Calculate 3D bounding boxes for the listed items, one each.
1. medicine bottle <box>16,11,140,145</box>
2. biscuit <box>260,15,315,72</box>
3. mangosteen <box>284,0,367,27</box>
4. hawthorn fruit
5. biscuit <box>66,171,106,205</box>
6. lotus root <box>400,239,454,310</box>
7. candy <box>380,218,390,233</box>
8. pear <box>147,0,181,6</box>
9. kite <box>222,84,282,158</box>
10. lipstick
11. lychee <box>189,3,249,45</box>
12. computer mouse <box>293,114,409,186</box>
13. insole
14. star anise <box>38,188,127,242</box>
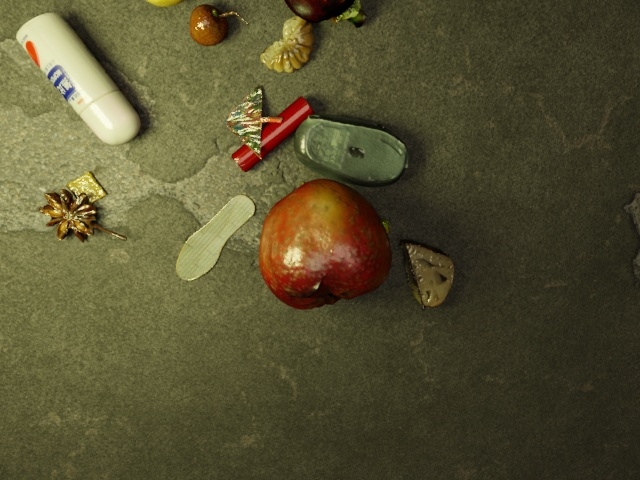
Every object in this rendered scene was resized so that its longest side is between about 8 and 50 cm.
[{"bbox_3d":[-0.624,-0.412,1.122,0.130,0.130,0.341,-34,109,1],"label":"medicine bottle"},{"bbox_3d":[-0.079,-0.559,1.209,0.118,0.061,0.183,38,96,-19],"label":"biscuit"},{"bbox_3d":[0.029,-0.672,1.122,0.289,0.231,0.231,34,99,-39],"label":"mangosteen"},{"bbox_3d":[0.000,0.000,1.241,0.403,0.403,0.402,-3,106,-9],"label":"hawthorn fruit"},{"bbox_3d":[-0.693,-0.151,1.244,0.081,0.018,0.083,-31,109,0],"label":"biscuit"},{"bbox_3d":[0.381,0.108,1.476,0.170,0.074,0.260,-13,106,-6],"label":"lotus root"},{"bbox_3d":[0.138,-0.054,1.405,0.194,0.058,0.062,9,136,-3],"label":"candy"},{"bbox_3d":[-0.398,-0.692,1.066,0.178,0.178,0.178,-3,106,-9],"label":"pear"},{"bbox_3d":[-0.203,-0.348,1.239,0.189,0.009,0.232,0,83,13],"label":"kite"},{"bbox_3d":[-0.144,-0.317,1.262,0.280,0.073,0.073,-39,108,4],"label":"lipstick"},{"bbox_3d":[-0.293,-0.590,1.141,0.140,0.101,0.114,-42,141,18],"label":"lychee"},{"bbox_3d":[0.093,-0.278,1.293,0.374,0.114,0.203,13,101,-21],"label":"computer mouse"},{"bbox_3d":[-0.342,-0.007,1.351,0.119,0.009,0.348,42,96,-17],"label":"insole"},{"bbox_3d":[-0.711,-0.051,1.238,0.177,0.073,0.234,-29,108,18],"label":"star anise"}]
